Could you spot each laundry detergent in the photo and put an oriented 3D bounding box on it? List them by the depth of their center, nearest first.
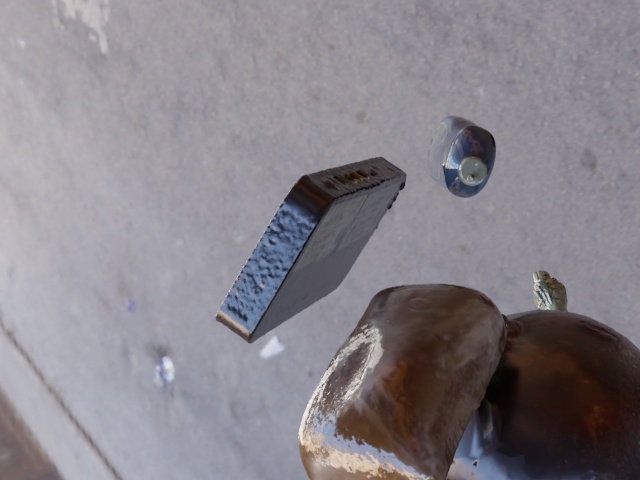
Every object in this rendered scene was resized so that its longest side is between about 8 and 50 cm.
[{"bbox_3d":[0.181,-0.106,1.255,0.206,0.061,0.096,-94,27,-76],"label":"laundry detergent"}]

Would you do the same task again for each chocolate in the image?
[{"bbox_3d":[0.071,0.116,0.913,0.157,0.254,0.080,-4,125,34],"label":"chocolate"}]

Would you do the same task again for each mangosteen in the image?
[{"bbox_3d":[0.243,0.225,1.054,0.311,0.311,0.311,27,127,44],"label":"mangosteen"}]

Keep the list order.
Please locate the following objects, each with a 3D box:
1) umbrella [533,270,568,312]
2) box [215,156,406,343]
[{"bbox_3d":[0.388,0.112,1.629,0.062,0.067,0.143,-36,50,32],"label":"umbrella"},{"bbox_3d":[0.000,0.000,1.251,0.058,0.350,0.211,34,108,13],"label":"box"}]
